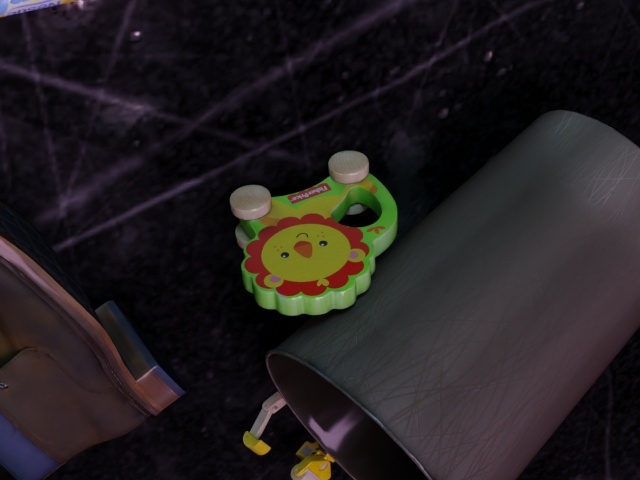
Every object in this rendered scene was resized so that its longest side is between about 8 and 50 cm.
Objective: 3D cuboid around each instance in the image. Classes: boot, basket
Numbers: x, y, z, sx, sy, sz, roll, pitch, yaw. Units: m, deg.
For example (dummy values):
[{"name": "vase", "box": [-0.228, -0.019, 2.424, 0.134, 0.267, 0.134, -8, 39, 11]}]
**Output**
[{"name": "boot", "box": [-0.161, 0.058, 0.690, 0.106, 0.082, 0.219, -40, 139, -2]}, {"name": "basket", "box": [0.101, 0.045, 0.783, 0.227, 0.154, 0.204, -44, 169, -15]}]

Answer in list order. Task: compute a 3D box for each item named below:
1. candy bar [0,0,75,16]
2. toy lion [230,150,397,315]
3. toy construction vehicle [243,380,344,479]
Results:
[{"name": "candy bar", "box": [-0.143, -0.116, 0.601, 0.162, 0.018, 0.040, -16, 133, -21]}, {"name": "toy lion", "box": [0.000, 0.000, 0.736, 0.100, 0.096, 0.034, -21, 135, -18]}, {"name": "toy construction vehicle", "box": [0.003, 0.114, 0.884, 0.098, 0.035, 0.086, -49, 138, -1]}]
